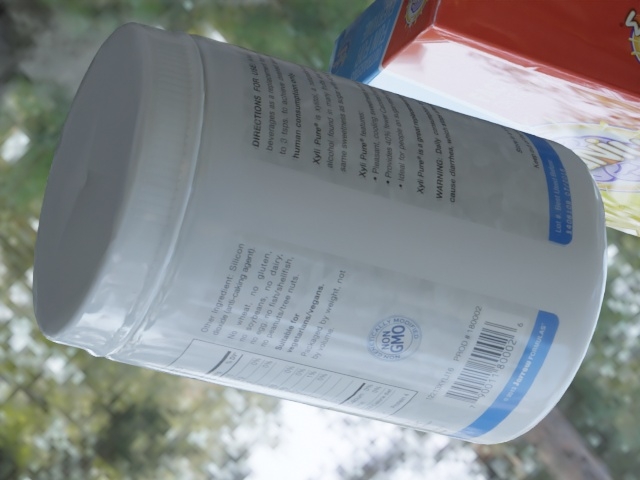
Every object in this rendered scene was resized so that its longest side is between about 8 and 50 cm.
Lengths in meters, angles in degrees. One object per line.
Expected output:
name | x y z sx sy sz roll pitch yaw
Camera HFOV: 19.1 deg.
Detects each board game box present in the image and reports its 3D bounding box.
board game box | 0.178 -0.068 1.068 0.242 0.316 0.064 147 -40 -73

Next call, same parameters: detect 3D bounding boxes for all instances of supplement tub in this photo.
supplement tub | 0.000 0.000 0.406 0.071 0.107 0.071 -50 -148 47
